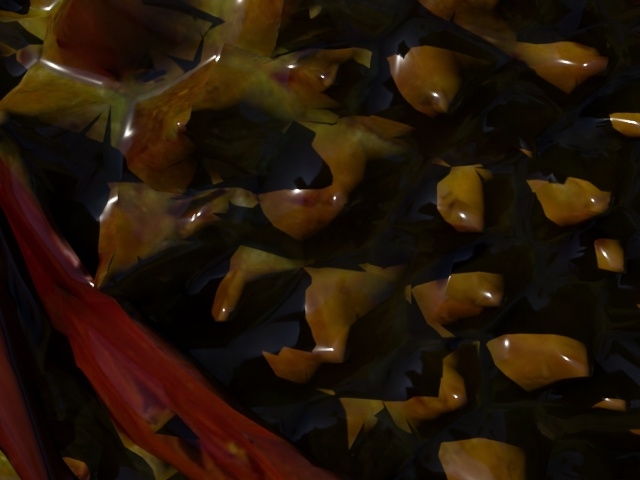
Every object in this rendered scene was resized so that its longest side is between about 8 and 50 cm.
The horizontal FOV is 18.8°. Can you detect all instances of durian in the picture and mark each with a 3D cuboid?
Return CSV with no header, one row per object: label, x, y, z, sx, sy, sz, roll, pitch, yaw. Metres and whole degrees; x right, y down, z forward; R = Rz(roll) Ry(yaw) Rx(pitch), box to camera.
durian,0.000,-0.005,0.487,0.348,0.384,0.347,5,60,-9
